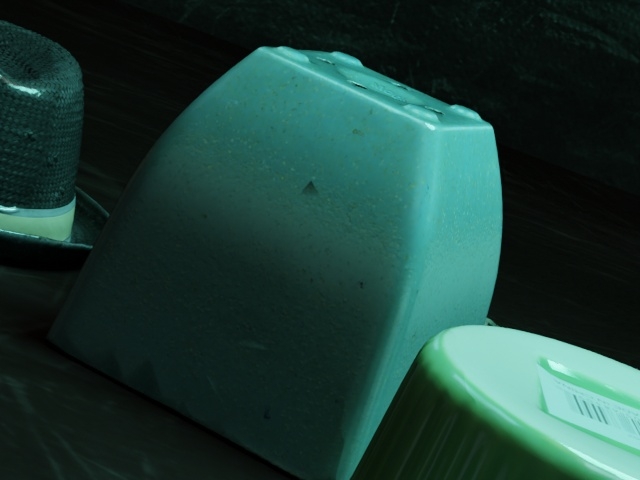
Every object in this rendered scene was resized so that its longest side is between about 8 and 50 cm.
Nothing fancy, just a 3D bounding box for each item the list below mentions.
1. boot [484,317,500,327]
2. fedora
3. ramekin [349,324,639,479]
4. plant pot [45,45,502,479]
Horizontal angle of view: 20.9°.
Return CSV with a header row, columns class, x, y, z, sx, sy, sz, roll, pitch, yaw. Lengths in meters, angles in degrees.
class,x,y,z,sx,sy,sz,roll,pitch,yaw
boot,0.078,0.072,1.504,0.246,0.083,0.161,33,13,9
fedora,-0.294,-0.108,1.451,0.334,0.152,0.334,21,12,-5
ramekin,0.162,0.171,1.040,0.303,0.148,0.303,21,12,-5
plant pot,0.000,0.000,1.257,0.248,0.252,0.247,26,12,18
